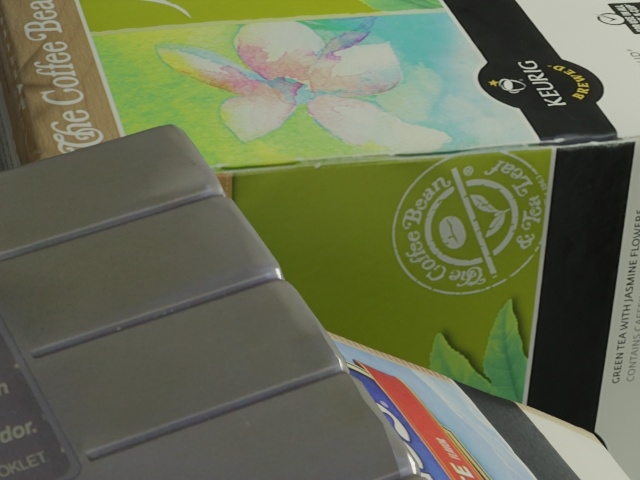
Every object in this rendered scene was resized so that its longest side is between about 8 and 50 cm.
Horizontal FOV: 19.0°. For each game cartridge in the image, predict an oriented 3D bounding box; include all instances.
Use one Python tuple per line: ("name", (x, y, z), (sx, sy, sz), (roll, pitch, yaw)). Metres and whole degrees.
("game cartridge", (-0.150, 0.097, 0.425), (0.355, 0.068, 0.230), (-17, 41, -20))

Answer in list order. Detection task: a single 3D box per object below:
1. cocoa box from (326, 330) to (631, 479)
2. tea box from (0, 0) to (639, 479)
("cocoa box", (0.034, 0.221, 0.551), (0.228, 0.231, 0.347), (24, 22, -44))
("tea box", (0.002, -0.027, 0.946), (0.324, 0.220, 0.329), (-6, 32, -14))
